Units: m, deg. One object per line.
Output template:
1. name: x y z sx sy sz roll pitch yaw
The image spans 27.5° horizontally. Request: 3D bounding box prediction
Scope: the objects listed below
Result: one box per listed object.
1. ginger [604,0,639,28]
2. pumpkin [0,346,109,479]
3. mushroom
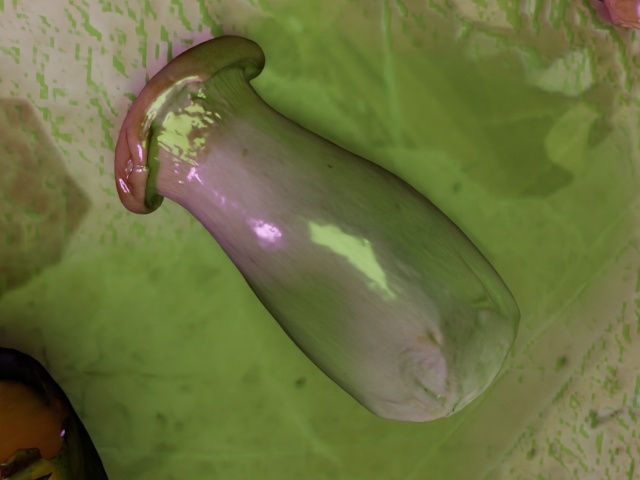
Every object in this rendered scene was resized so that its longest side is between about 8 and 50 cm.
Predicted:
1. ginger: 0.079 -0.196 0.580 0.299 0.065 0.118 42 100 -18
2. pumpkin: -0.223 0.167 0.536 0.303 0.256 0.225 3 110 16
3. mushroom: 0.000 -0.001 0.608 0.212 0.088 0.097 37 129 -9
